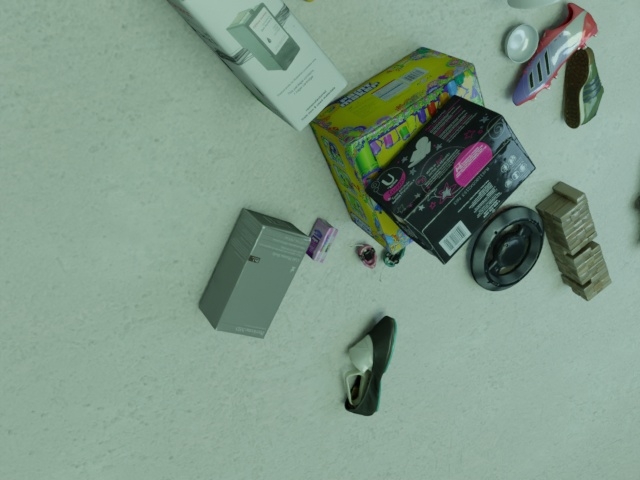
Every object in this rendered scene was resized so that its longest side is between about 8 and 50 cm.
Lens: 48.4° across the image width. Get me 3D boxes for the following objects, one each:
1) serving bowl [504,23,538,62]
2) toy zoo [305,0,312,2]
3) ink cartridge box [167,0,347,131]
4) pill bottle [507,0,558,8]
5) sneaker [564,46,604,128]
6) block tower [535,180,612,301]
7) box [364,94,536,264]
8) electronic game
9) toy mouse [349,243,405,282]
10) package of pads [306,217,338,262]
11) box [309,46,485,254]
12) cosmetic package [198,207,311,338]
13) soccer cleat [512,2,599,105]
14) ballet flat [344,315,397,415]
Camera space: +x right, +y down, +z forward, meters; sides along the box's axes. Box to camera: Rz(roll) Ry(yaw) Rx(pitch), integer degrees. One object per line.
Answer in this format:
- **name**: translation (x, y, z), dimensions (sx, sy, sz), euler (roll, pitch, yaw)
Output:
- **serving bowl**: translation (0.427, -0.425, 1.529), dimensions (0.083, 0.027, 0.083), euler (-13, 120, -24)
- **toy zoo**: translation (0.039, -0.547, 1.251), dimensions (0.293, 0.030, 0.192), euler (-27, 125, -14)
- **ink cartridge box**: translation (-0.118, -0.340, 1.161), dimensions (0.121, 0.211, 0.289), euler (-45, 126, 1)
- **pill bottle**: translation (0.400, -0.590, 1.352), dimensions (0.153, 0.153, 0.265), euler (-30, 126, -12)
- **sneaker**: translation (0.618, -0.361, 1.652), dimensions (0.086, 0.064, 0.192), euler (-21, 124, -27)
- **block tower**: translation (0.657, 0.008, 1.843), dimensions (0.097, 0.091, 0.335), euler (-37, 126, -8)
- **box**: translation (0.235, -0.111, 1.297), dimensions (0.247, 0.142, 0.163), euler (-46, 129, 1)
- **electronic game**: translation (0.467, 0.022, 1.771), dimensions (0.229, 0.048, 0.229), euler (-13, 119, -24)
- **toy mouse**: translation (0.134, 0.025, 1.600), dimensions (0.161, 0.031, 0.143), euler (-13, 120, -23)
- **package of pads**: translation (0.000, 0.000, 1.501), dimensions (0.032, 0.050, 0.083), euler (15, 107, -39)
- **box**: translation (0.176, -0.181, 1.425), dimensions (0.290, 0.177, 0.279), euler (-33, 126, -11)
- **cosmetic package**: translation (-0.135, 0.069, 1.432), dimensions (0.127, 0.107, 0.238), euler (15, 104, -37)
- **soccer cleat**: translation (0.498, -0.404, 1.560), dimensions (0.095, 0.083, 0.248), euler (43, 96, -8)
- **ballet flat**: translation (0.112, 0.307, 1.701), dimensions (0.096, 0.095, 0.280), euler (2, 114, -16)
